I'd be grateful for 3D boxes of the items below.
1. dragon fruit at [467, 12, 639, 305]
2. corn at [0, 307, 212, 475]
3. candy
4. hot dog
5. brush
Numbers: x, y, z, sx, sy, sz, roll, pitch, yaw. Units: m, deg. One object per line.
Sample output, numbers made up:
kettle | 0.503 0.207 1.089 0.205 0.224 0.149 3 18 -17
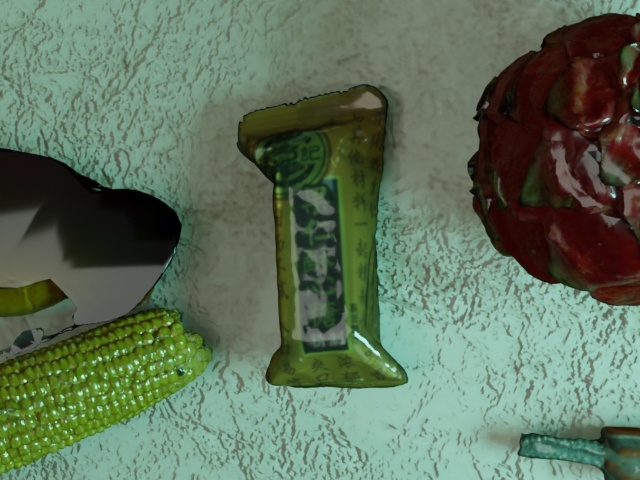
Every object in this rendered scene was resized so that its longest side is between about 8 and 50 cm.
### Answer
dragon fruit | 0.242 -0.069 1.419 0.299 0.244 0.244 -2 93 51
corn | -0.242 0.141 1.606 0.293 0.106 0.106 -25 86 -6
candy | 0.000 0.000 1.565 0.143 0.101 0.271 -5 86 11
hot dog | -0.296 0.011 1.645 0.326 0.107 0.194 22 84 9
brush | 0.327 0.189 1.492 0.323 0.070 0.051 2 93 20
